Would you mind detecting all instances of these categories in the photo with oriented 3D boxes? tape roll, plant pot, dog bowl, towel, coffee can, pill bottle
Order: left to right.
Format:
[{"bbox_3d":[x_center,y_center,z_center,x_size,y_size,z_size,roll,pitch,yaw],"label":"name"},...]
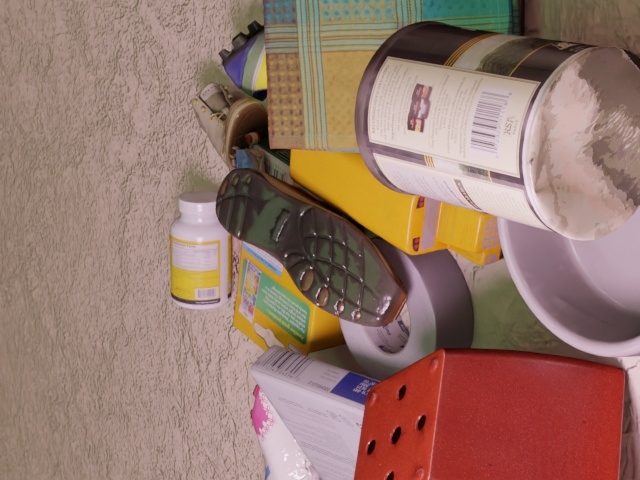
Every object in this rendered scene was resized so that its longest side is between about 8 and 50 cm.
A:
[{"bbox_3d":[-0.199,0.015,2.427,0.103,0.103,0.184,24,119,49],"label":"pill bottle"},{"bbox_3d":[0.091,-0.244,1.868,0.370,0.040,0.271,3,99,30],"label":"towel"},{"bbox_3d":[0.116,0.098,2.045,0.219,0.072,0.219,22,119,49],"label":"tape roll"},{"bbox_3d":[0.186,0.272,1.768,0.267,0.236,0.267,-37,36,53],"label":"plant pot"},{"bbox_3d":[0.199,-0.124,1.574,0.275,0.201,0.201,19,115,50],"label":"coffee can"},{"bbox_3d":[0.340,-0.025,1.672,0.349,0.102,0.349,23,119,50],"label":"dog bowl"}]

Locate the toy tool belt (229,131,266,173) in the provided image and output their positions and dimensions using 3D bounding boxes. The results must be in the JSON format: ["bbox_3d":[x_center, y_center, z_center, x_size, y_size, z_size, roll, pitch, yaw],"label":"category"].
[{"bbox_3d":[-0.111,-0.118,2.166,0.052,0.051,0.083,2,101,54],"label":"toy tool belt"}]

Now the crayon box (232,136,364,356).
[{"bbox_3d":[-0.034,0.025,2.221,0.203,0.083,0.323,35,126,44],"label":"crayon box"}]

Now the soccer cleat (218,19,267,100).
[{"bbox_3d":[-0.035,-0.289,2.144,0.121,0.093,0.289,50,142,-14],"label":"soccer cleat"}]

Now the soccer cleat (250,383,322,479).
[{"bbox_3d":[-0.031,0.352,2.297,0.143,0.116,0.331,33,132,46],"label":"soccer cleat"}]

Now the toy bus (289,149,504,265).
[{"bbox_3d":[0.107,-0.073,1.953,0.332,0.130,0.108,34,126,45],"label":"toy bus"}]

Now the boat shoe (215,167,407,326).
[{"bbox_3d":[0.000,0.000,2.019,0.324,0.120,0.122,39,108,28],"label":"boat shoe"}]

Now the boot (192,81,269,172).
[{"bbox_3d":[-0.142,-0.190,2.278,0.165,0.077,0.213,60,163,28],"label":"boot"}]

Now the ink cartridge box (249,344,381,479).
[{"bbox_3d":[0.082,0.314,2.108,0.324,0.071,0.330,13,142,50],"label":"ink cartridge box"}]
